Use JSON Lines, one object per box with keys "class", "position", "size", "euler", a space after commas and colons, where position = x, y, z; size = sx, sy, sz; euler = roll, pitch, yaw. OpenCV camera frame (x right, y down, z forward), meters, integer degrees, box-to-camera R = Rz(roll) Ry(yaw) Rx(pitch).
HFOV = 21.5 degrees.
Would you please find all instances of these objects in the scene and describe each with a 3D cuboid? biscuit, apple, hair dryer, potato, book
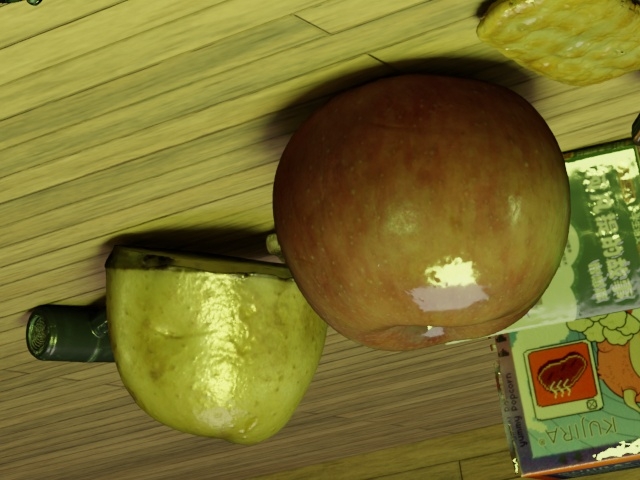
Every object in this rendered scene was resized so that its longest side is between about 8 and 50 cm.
{"class": "biscuit", "position": [0.223, -0.177, 1.457], "size": [0.118, 0.029, 0.247], "euler": [-17, 163, 29]}
{"class": "apple", "position": [0.098, -0.021, 1.571], "size": [0.306, 0.235, 0.306], "euler": [-6, 166, -2]}
{"class": "hair dryer", "position": [-0.271, 0.095, 2.145], "size": [0.124, 0.071, 0.219], "euler": [6, 153, -41]}
{"class": "potato", "position": [-0.118, 0.124, 1.955], "size": [0.242, 0.242, 0.285], "euler": [-21, 160, 40]}
{"class": "book", "position": [0.241, 0.005, 1.882], "size": [0.264, 0.202, 0.027], "euler": [-11, -155, 13]}

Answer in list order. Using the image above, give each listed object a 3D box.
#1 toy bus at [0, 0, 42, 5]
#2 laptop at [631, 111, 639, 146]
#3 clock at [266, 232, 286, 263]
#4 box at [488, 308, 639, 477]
{"class": "toy bus", "position": [-0.182, -0.192, 1.158], "size": [0.110, 0.043, 0.031], "euler": [-11, 162, 16]}
{"class": "laptop", "position": [0.403, -0.144, 1.579], "size": [0.207, 0.026, 0.154], "euler": [0, 140, -26]}
{"class": "clock", "position": [0.000, 0.000, 1.970], "size": [0.129, 0.041, 0.087], "euler": [11, 153, -38]}
{"class": "box", "position": [0.393, 0.108, 2.029], "size": [0.349, 0.318, 0.257], "euler": [-11, 169, 14]}
